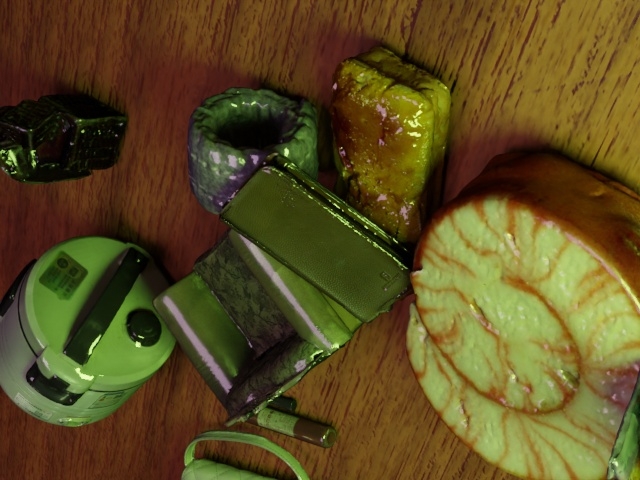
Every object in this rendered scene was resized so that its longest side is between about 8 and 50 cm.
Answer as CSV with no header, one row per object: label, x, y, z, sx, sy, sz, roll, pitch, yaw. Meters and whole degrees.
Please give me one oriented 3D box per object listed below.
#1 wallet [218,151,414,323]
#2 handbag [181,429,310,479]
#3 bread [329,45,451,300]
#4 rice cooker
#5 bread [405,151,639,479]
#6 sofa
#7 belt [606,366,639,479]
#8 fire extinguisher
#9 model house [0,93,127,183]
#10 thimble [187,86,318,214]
wallet,0.000,0.000,1.475,0.198,0.031,0.110,37,131,-10
handbag,-0.096,0.358,1.939,0.256,0.079,0.219,6,116,42
bread,0.061,-0.066,1.488,0.139,0.077,0.271,34,139,30
rice cooker,-0.313,0.118,1.881,0.226,0.226,0.244,55,141,2
bread,0.225,0.082,1.389,0.295,0.114,0.328,34,134,26
sofa,-0.079,0.079,1.645,0.200,0.182,0.258,55,141,3
belt,0.399,0.222,1.202,0.207,0.160,0.295,-34,107,30
fire extinguisher,-0.054,0.223,1.835,0.173,0.035,0.049,12,127,37
model house,-0.333,-0.130,1.804,0.152,0.165,0.106,-8,93,47
thimble,-0.072,-0.093,1.548,0.150,0.150,0.098,27,134,31
